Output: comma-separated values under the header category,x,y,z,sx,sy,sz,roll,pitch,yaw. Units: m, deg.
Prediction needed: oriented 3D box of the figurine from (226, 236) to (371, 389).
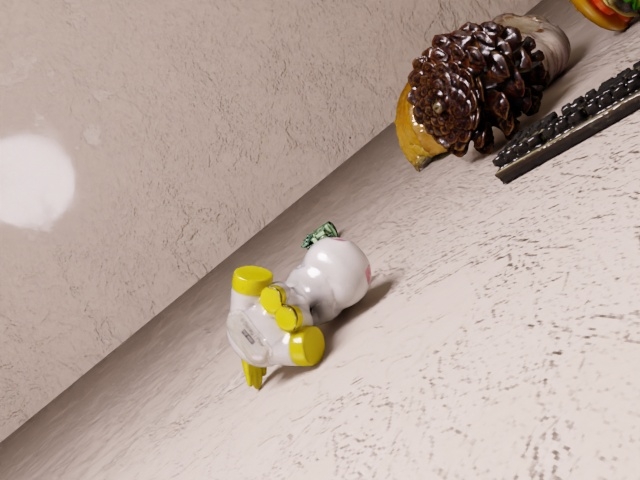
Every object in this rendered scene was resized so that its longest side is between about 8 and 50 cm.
category,x,y,z,sx,sy,sz,roll,pitch,yaw
figurine,-0.014,0.055,0.704,0.178,0.109,0.129,-40,-15,-37

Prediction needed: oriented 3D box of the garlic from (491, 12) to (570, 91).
category,x,y,z,sx,sy,sz,roll,pitch,yaw
garlic,0.288,-0.267,1.077,0.147,0.102,0.159,-9,37,5

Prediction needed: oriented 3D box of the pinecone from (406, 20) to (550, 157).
category,x,y,z,sx,sy,sz,roll,pitch,yaw
pinecone,0.208,-0.197,0.927,0.165,0.162,0.163,-27,2,-28

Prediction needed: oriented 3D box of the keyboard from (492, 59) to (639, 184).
category,x,y,z,sx,sy,sz,roll,pitch,yaw
keyboard,0.294,-0.147,0.663,0.317,0.027,0.106,-32,10,39

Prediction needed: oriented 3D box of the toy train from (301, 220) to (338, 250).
category,x,y,z,sx,sy,sz,roll,pitch,yaw
toy train,0.000,0.000,1.143,0.053,0.033,0.083,-34,8,9

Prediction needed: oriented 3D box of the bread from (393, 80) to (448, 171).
category,x,y,z,sx,sy,sz,roll,pitch,yaw
bread,0.204,-0.227,1.185,0.229,0.139,0.143,-41,0,-24

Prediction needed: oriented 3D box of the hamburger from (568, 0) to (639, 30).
category,x,y,z,sx,sy,sz,roll,pitch,yaw
hamburger,0.393,-0.361,0.992,0.115,0.162,0.162,-36,7,45
